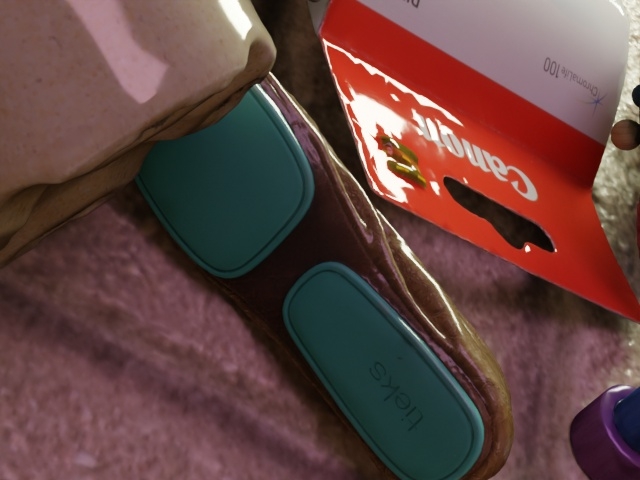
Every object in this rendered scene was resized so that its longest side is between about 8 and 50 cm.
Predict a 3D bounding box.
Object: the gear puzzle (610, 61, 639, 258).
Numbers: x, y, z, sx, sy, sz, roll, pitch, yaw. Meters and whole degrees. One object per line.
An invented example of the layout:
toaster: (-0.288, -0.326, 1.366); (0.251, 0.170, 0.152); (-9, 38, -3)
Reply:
gear puzzle: (0.262, -0.096, 1.279); (0.339, 0.044, 0.175); (-52, 137, -62)

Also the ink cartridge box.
ink cartridge box: (0.116, -0.153, 1.193); (0.308, 0.091, 0.385); (24, 39, -42)

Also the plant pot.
plant pot: (-0.193, -0.154, 0.864); (0.305, 0.334, 0.334); (55, 41, 0)

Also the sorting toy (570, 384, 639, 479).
sorting toy: (0.208, 0.212, 0.971); (0.127, 0.126, 0.365); (25, 44, -18)

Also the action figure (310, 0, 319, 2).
action figure: (-0.056, -0.302, 1.030); (0.178, 0.341, 0.330); (-31, 91, -47)

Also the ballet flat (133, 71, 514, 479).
ballet flat: (0.000, 0.000, 1.021); (0.342, 0.116, 0.124); (49, 21, 8)
